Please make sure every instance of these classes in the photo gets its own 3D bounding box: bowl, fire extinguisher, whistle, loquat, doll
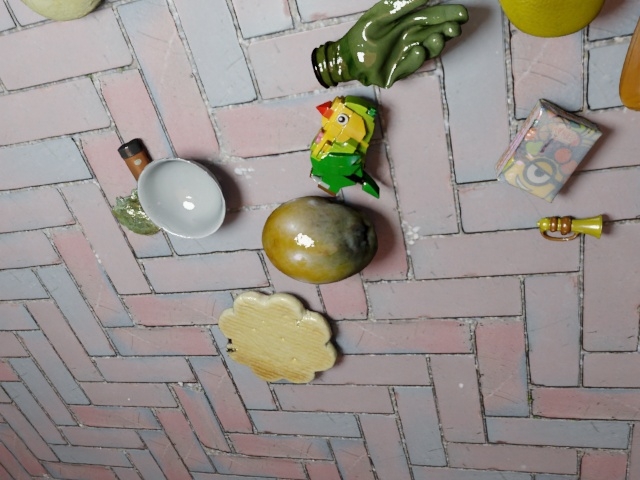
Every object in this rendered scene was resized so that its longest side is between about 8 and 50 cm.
[{"bbox_3d":[-0.276,-0.103,1.107,0.189,0.086,0.188,5,123,8],"label":"bowl"},{"bbox_3d":[-0.365,-0.130,1.139,0.062,0.050,0.177,-23,118,3],"label":"fire extinguisher"},{"bbox_3d":[0.463,-0.025,0.993,0.109,0.057,0.046,2,80,25],"label":"whistle"},{"bbox_3d":[0.000,0.000,1.051,0.228,0.179,0.179,10,126,13],"label":"loquat"},{"bbox_3d":[0.048,-0.168,0.959,0.135,0.106,0.186,5,125,5],"label":"doll"}]

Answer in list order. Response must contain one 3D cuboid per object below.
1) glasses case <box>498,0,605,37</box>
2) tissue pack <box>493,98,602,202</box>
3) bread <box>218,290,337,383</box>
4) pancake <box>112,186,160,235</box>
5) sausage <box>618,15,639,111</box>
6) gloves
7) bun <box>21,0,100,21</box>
[{"bbox_3d":[0.309,-0.453,0.668,0.174,0.141,0.370,9,125,11],"label":"glasses case"},{"bbox_3d":[0.383,-0.150,0.906,0.109,0.060,0.148,23,127,-2],"label":"tissue pack"},{"bbox_3d":[-0.108,0.240,1.318,0.317,0.054,0.315,8,125,12],"label":"bread"},{"bbox_3d":[-0.414,-0.061,1.214,0.130,0.022,0.116,-20,119,26],"label":"pancake"},{"bbox_3d":[0.502,-0.312,0.737,0.105,0.105,0.274,8,125,10],"label":"sausage"},{"bbox_3d":[0.107,-0.312,0.846,0.268,0.107,0.135,-3,116,38],"label":"gloves"},{"bbox_3d":[-0.456,-0.474,0.877,0.223,0.127,0.222,9,128,11],"label":"bun"}]
